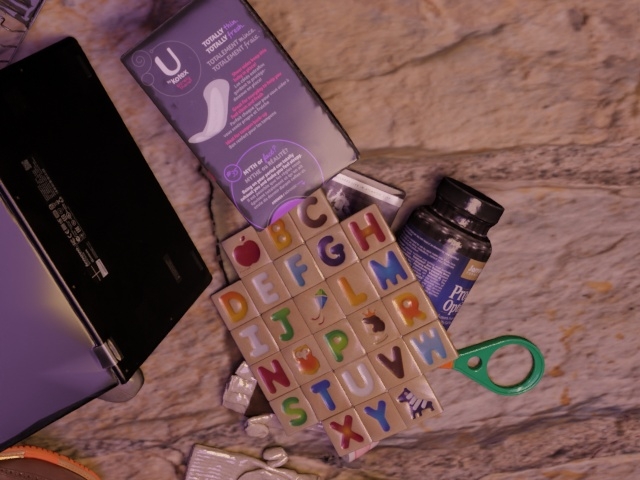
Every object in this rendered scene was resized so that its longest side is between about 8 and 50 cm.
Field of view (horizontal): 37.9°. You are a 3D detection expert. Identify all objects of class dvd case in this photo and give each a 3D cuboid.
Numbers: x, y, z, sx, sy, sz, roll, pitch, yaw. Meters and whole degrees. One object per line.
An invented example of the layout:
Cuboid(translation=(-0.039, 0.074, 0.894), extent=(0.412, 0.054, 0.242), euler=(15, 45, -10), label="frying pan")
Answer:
Cuboid(translation=(0.000, 0.000, 1.303), extent=(0.165, 0.018, 0.221), euler=(22, 104, -9), label="dvd case")

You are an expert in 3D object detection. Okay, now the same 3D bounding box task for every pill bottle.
Cuboid(translation=(0.156, 0.029, 1.270), extent=(0.123, 0.123, 0.219), euler=(25, 103, -11), label="pill bottle")

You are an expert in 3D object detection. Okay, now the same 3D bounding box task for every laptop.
Cuboid(translation=(-0.389, 0.015, 1.136), extent=(0.236, 0.408, 0.381), euler=(-18, 109, 27), label="laptop")

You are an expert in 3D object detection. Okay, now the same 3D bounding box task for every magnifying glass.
Cuboid(translation=(0.217, 0.178, 1.373), extent=(0.231, 0.026, 0.092), euler=(6, 106, -9), label="magnifying glass")

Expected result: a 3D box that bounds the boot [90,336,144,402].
Cuboid(translation=(-0.358, 0.178, 1.248), extent=(0.247, 0.161, 0.083), euler=(32, 104, -16), label="boot")

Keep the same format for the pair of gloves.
Cuboid(translation=(-0.074, 0.302, 1.374), extent=(0.204, 0.042, 0.240), euler=(23, 104, -11), label="pair of gloves")

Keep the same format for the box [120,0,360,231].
Cuboid(translation=(-0.095, -0.171, 1.170), extent=(0.165, 0.143, 0.270), euler=(-36, 101, 6), label="box")

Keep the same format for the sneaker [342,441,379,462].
Cuboid(translation=(0.049, 0.246, 1.342), extent=(0.070, 0.051, 0.134), euler=(-19, 102, -23), label="sneaker")

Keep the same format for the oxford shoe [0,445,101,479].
Cuboid(translation=(-0.465, 0.360, 1.264), extent=(0.364, 0.132, 0.130), euler=(15, 127, -34), label="oxford shoe")

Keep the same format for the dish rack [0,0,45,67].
Cuboid(translation=(-0.475, -0.262, 1.156), extent=(0.208, 0.074, 0.271), euler=(31, 101, -13), label="dish rack")

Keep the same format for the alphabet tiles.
Cuboid(translation=(0.012, 0.114, 1.258), extent=(0.285, 0.011, 0.342), euler=(-29, 89, 25), label="alphabet tiles")
